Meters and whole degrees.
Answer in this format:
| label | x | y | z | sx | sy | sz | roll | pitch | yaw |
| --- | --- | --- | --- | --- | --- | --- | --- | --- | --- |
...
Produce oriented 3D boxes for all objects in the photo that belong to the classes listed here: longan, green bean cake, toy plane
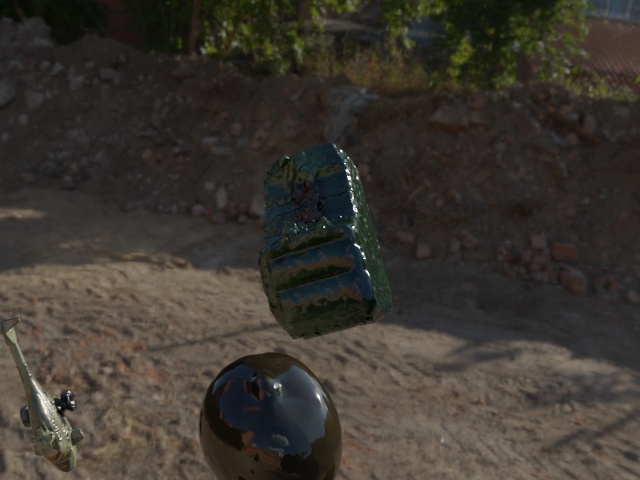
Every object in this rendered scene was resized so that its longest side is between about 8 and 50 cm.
| label | x | y | z | sx | sy | sz | roll | pitch | yaw |
| --- | --- | --- | --- | --- | --- | --- | --- | --- | --- |
| longan | -0.057 | 0.225 | 0.852 | 0.189 | 0.189 | 0.189 | 7 | 14 | -2 |
| green bean cake | 0.000 | 0.000 | 1.214 | 0.169 | 0.308 | 0.300 | -16 | -8 | 11 |
| toy plane | -0.477 | 0.263 | 1.224 | 0.092 | 0.286 | 0.108 | -18 | 8 | -2 |
